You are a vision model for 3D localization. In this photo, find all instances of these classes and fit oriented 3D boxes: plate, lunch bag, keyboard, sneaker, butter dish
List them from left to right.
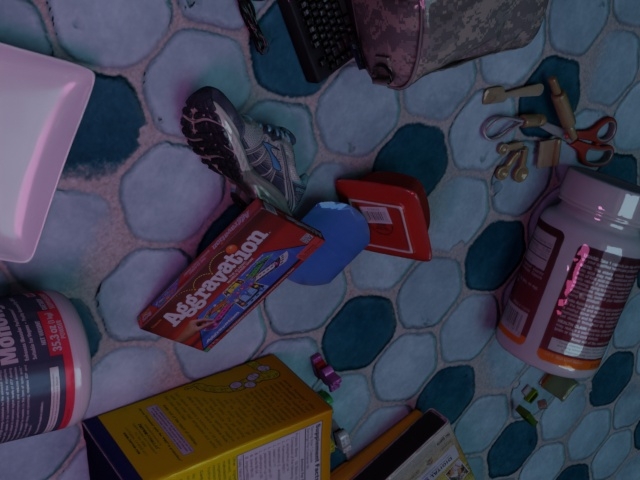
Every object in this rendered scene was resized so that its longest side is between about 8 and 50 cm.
[{"bbox_3d":[-0.448,-0.122,1.125,0.278,0.045,0.277,12,106,-42],"label":"plate"},{"bbox_3d":[-0.105,-0.139,1.362,0.122,0.110,0.283,-53,142,-19],"label":"sneaker"},{"bbox_3d":[-0.043,-0.367,1.322,0.201,0.033,0.317,-36,130,-17],"label":"keyboard"},{"bbox_3d":[0.127,-0.060,1.559,0.118,0.160,0.160,-52,139,-35],"label":"butter dish"},{"bbox_3d":[0.195,-0.380,1.373,0.305,0.212,0.256,-22,120,-29],"label":"lunch bag"}]

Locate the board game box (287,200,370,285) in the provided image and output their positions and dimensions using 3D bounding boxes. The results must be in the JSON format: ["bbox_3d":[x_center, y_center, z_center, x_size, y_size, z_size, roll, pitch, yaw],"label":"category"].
[{"bbox_3d":[0.000,0.000,1.543,0.133,0.033,0.168,34,108,-34],"label":"board game box"}]

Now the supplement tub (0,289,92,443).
[{"bbox_3d":[-0.451,0.173,1.178,0.272,0.191,0.191,-8,117,-36],"label":"supplement tub"}]

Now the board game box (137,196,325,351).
[{"bbox_3d":[-0.138,0.060,1.408,0.281,0.027,0.145,-44,135,19],"label":"board game box"}]

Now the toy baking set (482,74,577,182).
[{"bbox_3d":[0.399,-0.215,1.739,0.197,0.030,0.256,-37,130,-10],"label":"toy baking set"}]

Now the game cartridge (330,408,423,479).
[{"bbox_3d":[0.116,0.542,1.925,0.324,0.053,0.285,-31,129,-18],"label":"game cartridge"}]

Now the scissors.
[{"bbox_3d":[0.504,-0.199,1.847,0.297,0.021,0.109,-4,115,-37],"label":"scissors"}]

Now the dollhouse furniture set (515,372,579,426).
[{"bbox_3d":[0.517,0.352,2.115,0.151,0.076,0.058,-47,134,-7],"label":"dollhouse furniture set"}]

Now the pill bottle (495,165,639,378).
[{"bbox_3d":[0.524,0.061,1.865,0.224,0.224,0.392,5,110,-40],"label":"pill bottle"}]

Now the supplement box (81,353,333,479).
[{"bbox_3d":[-0.177,0.358,1.491,0.356,0.195,0.194,-16,122,-31],"label":"supplement box"}]

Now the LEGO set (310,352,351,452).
[{"bbox_3d":[0.007,0.333,1.691,0.087,0.093,0.227,-29,128,-23],"label":"LEGO set"}]

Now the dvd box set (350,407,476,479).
[{"bbox_3d":[0.202,0.582,1.935,0.307,0.062,0.420,-40,131,-14],"label":"dvd box set"}]
